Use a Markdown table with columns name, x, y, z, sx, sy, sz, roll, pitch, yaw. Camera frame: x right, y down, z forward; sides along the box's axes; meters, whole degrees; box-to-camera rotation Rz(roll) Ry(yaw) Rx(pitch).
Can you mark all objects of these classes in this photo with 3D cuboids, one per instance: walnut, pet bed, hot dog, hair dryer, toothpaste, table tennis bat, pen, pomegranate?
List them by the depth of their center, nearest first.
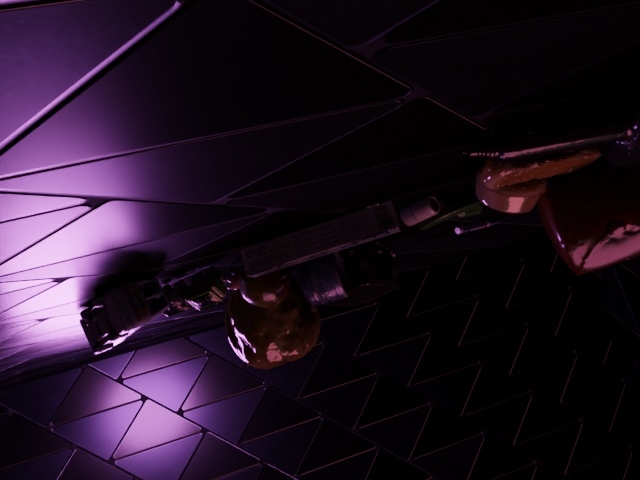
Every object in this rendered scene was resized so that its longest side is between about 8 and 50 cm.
| name | x | y | z | sx | sy | sz | roll | pitch | yaw |
| --- | --- | --- | --- | --- | --- | --- | --- | --- | --- |
| hair dryer | 0.397 | -0.168 | 0.911 | 0.352 | 0.107 | 0.189 | -9 | 168 | 2 |
| hot dog | 0.383 | -0.151 | 1.002 | 0.242 | 0.073 | 0.084 | -13 | 167 | -20 |
| toothpaste | 0.000 | 0.000 | 1.216 | 0.336 | 0.067 | 0.081 | -17 | 171 | 6 |
| hair dryer | 0.253 | -0.075 | 1.305 | 0.137 | 0.047 | 0.082 | -15 | 171 | -46 |
| pomegranate | -0.140 | 0.091 | 1.347 | 0.129 | 0.129 | 0.159 | -11 | -166 | -33 |
| table tennis bat | 0.338 | -0.071 | 1.415 | 0.160 | 0.039 | 0.257 | -26 | 172 | 38 |
| walnut | -0.141 | 0.228 | 1.645 | 0.253 | 0.277 | 0.282 | -30 | 178 | 22 |
| pet bed | 0.109 | 0.088 | 1.671 | 0.183 | 0.159 | 0.211 | 6 | 153 | -39 |
| pen | 0.555 | -0.052 | 1.998 | 0.204 | 0.025 | 0.025 | -12 | 169 | -27 |

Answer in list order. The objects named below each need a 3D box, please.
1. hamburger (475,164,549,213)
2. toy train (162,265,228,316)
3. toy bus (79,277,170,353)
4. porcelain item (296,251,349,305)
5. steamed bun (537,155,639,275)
| name | x | y | z | sx | sy | sz | roll | pitch | yaw |
| --- | --- | --- | --- | --- | --- | --- | --- | --- | --- |
| hamburger | 0.365 | -0.110 | 1.087 | 0.141 | 0.126 | 0.081 | 1 | 124 | -13 |
| toy train | -0.299 | 0.124 | 1.321 | 0.202 | 0.081 | 0.060 | -21 | 131 | 28 |
| toy bus | -0.458 | 0.176 | 1.317 | 0.136 | 0.109 | 0.329 | -22 | 175 | -37 |
| porcelain item | 0.004 | 0.095 | 1.519 | 0.114 | 0.147 | 0.147 | -16 | 171 | 11 |
| steamed bun | 0.577 | -0.086 | 1.179 | 0.235 | 0.248 | 0.379 | -24 | 173 | 26 |
